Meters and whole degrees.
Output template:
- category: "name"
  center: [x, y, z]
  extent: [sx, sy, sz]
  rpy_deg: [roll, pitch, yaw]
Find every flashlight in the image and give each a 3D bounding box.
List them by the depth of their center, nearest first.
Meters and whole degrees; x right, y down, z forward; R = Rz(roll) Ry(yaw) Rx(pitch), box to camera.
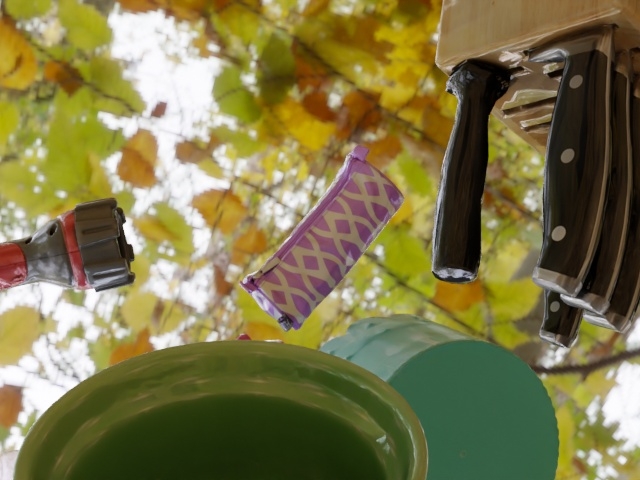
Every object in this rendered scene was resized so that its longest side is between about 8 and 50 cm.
- category: "flashlight"
  center: [-0.362, 0.031, 1.374]
  extent: [0.304, 0.103, 0.103]
  rpy_deg: [-12, -135, -2]

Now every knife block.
- category: "knife block"
  center: [0.102, -0.103, 0.505]
  extent: [0.242, 0.088, 0.276]
  rpy_deg: [-33, -73, -48]

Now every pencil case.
- category: "pencil case"
  center: [0.000, 0.000, 1.342]
  extent: [0.206, 0.088, 0.086]
  rpy_deg: [-50, -146, -12]

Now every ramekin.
- category: "ramekin"
  center: [-0.071, 0.217, 0.944]
  extent: [0.303, 0.148, 0.303]
  rpy_deg: [-1, -153, 1]

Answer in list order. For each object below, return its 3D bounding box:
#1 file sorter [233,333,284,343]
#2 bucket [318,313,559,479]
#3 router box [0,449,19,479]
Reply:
- category: "file sorter"
  center: [-0.056, 0.290, 1.554]
  extent: [0.202, 0.182, 0.291]
  rpy_deg: [-40, -79, -21]
- category: "bucket"
  center: [0.116, 0.221, 1.372]
  extent: [0.281, 0.281, 0.183]
  rpy_deg: [0, -179, -23]
- category: "router box"
  center: [-0.303, 0.385, 1.389]
  extent: [0.082, 0.335, 0.301]
  rpy_deg: [5, -102, -21]
